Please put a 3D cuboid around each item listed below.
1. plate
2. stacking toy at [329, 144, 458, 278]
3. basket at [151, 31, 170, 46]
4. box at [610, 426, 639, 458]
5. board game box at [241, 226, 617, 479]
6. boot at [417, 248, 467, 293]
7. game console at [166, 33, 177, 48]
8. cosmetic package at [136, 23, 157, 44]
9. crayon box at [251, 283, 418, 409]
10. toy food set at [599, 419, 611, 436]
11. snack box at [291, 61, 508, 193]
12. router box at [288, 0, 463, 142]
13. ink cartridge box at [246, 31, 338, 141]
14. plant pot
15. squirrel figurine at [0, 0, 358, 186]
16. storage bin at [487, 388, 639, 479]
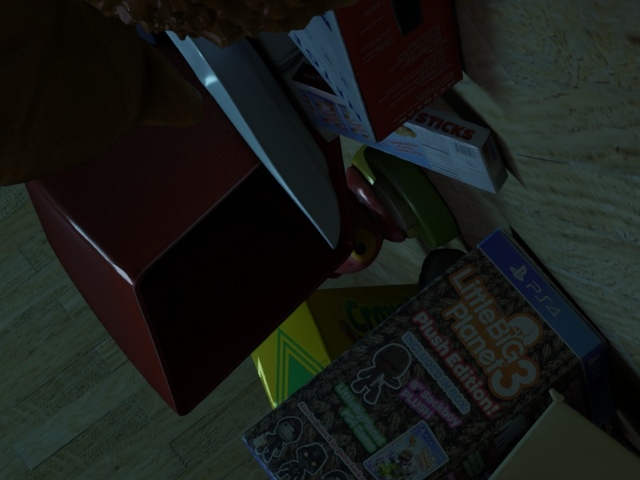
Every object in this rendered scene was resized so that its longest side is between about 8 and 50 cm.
[{"bbox_3d":[-0.085,-0.155,1.551,0.277,0.045,0.278,53,179,40],"label":"plate"},{"bbox_3d":[0.003,-0.081,1.915,0.309,0.130,0.279,54,177,-17],"label":"stacking toy"},{"bbox_3d":[-0.257,-0.373,2.361,0.204,0.154,0.227,59,177,-42],"label":"basket"},{"bbox_3d":[0.321,0.247,1.785,0.094,0.027,0.137,54,176,-35],"label":"box"},{"bbox_3d":[0.106,0.163,1.624,0.141,0.291,0.232,50,175,23],"label":"board game box"},{"bbox_3d":[0.183,0.115,1.825,0.161,0.083,0.246,-22,72,53],"label":"boot"},{"bbox_3d":[-0.202,-0.274,1.893,0.250,0.173,0.293,17,174,-15],"label":"game console"},{"bbox_3d":[-0.272,-0.194,1.966,0.151,0.151,0.183,39,167,29],"label":"cosmetic package"},{"bbox_3d":[0.089,0.212,2.146,0.363,0.106,0.313,-1,-114,-62],"label":"crayon box"},{"bbox_3d":[0.258,0.174,1.775,0.082,0.020,0.083,-134,30,-57],"label":"toy food set"},{"bbox_3d":[0.060,-0.088,1.411,0.178,0.022,0.064,23,159,30],"label":"snack box"},{"bbox_3d":[-0.044,-0.254,1.202,0.335,0.082,0.301,52,176,18],"label":"router box"},{"bbox_3d":[-0.037,-0.208,1.503,0.218,0.092,0.158,53,178,-38],"label":"ink cartridge box"},{"bbox_3d":[-0.148,-0.038,1.817,0.236,0.267,0.267,36,157,26],"label":"plant pot"},{"bbox_3d":[-0.144,-0.199,0.941,0.397,0.281,0.370,12,113,41],"label":"squirrel figurine"},{"bbox_3d":[0.268,0.279,1.546,0.262,0.123,0.260,36,170,21],"label":"storage bin"}]
